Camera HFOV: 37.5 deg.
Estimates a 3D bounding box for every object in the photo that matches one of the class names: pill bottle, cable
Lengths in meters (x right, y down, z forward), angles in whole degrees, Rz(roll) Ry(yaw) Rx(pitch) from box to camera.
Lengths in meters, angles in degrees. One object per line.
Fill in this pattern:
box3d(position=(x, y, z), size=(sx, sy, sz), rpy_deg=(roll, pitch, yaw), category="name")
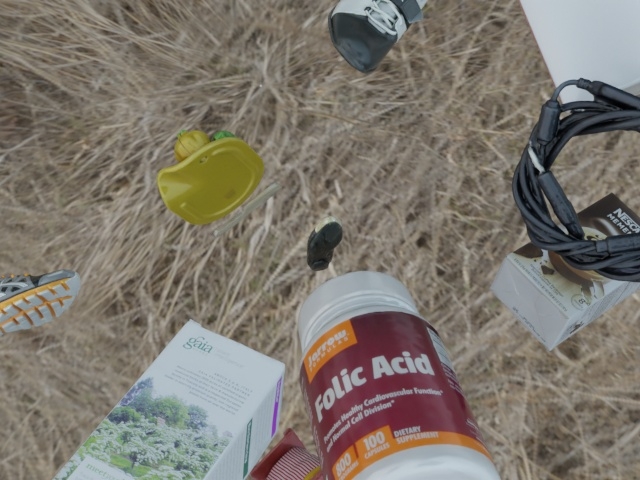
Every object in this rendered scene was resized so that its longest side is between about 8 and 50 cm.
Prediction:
box3d(position=(0.092, 0.235, 1.338), size=(0.224, 0.392, 0.224), rpy_deg=(-7, 128, -9), category="pill bottle")
box3d(position=(0.245, -0.038, 0.761), size=(0.185, 0.047, 0.150), rpy_deg=(30, 112, 20), category="cable")

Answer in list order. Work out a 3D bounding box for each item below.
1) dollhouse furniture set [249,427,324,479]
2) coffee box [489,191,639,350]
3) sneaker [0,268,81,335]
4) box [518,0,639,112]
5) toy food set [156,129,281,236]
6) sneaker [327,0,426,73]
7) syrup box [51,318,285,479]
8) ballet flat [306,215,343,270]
box3d(position=(-0.095, 0.530, 1.645), size=(0.374, 0.201, 0.152), rpy_deg=(-45, 111, -20), category="dollhouse furniture set")
box3d(position=(0.493, 0.054, 1.786), size=(0.297, 0.118, 0.168), rpy_deg=(-28, 62, -27), category="coffee box")
box3d(position=(-0.431, 0.080, 1.272), size=(0.215, 0.084, 0.083), rpy_deg=(-21, 61, -12), category="sneaker")
box3d(position=(0.328, -0.267, 0.942), size=(0.168, 0.345, 0.214), rpy_deg=(-23, 88, 32), category="box")
box3d(position=(-0.145, -0.088, 1.227), size=(0.128, 0.218, 0.071), rpy_deg=(-41, 68, 1), category="toy food set")
box3d(position=(0.118, -0.415, 1.613), size=(0.122, 0.330, 0.146), rpy_deg=(40, 134, -16), category="sneaker")
box3d(position=(-0.123, 0.179, 0.709), size=(0.093, 0.237, 0.096), rpy_deg=(23, 135, 16), category="syrup box")
box3d(position=(0.000, 0.000, 1.555), size=(0.058, 0.173, 0.049), rpy_deg=(-8, 67, -12), category="ballet flat")
